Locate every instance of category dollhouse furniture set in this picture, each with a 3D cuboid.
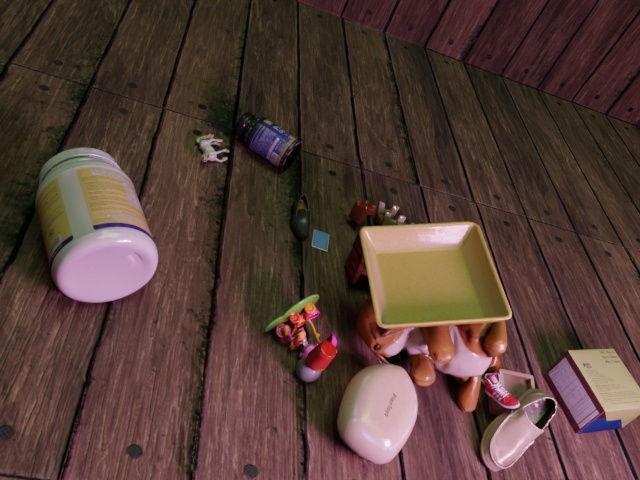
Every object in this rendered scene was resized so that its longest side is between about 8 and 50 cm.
[{"bbox_3d":[0.179,0.005,1.987,0.201,0.152,0.374,14,24,-16],"label":"dollhouse furniture set"}]

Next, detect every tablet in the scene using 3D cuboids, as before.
[{"bbox_3d":[0.000,0.000,1.967,0.054,0.006,0.083,19,39,-10],"label":"tablet"}]

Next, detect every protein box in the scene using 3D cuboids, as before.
[{"bbox_3d":[0.819,0.445,1.853,0.199,0.136,0.201,3,46,-26],"label":"protein box"}]

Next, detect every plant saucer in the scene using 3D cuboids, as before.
[{"bbox_3d":[0.281,0.100,1.603,0.332,0.081,0.333,-3,47,-4],"label":"plant saucer"}]

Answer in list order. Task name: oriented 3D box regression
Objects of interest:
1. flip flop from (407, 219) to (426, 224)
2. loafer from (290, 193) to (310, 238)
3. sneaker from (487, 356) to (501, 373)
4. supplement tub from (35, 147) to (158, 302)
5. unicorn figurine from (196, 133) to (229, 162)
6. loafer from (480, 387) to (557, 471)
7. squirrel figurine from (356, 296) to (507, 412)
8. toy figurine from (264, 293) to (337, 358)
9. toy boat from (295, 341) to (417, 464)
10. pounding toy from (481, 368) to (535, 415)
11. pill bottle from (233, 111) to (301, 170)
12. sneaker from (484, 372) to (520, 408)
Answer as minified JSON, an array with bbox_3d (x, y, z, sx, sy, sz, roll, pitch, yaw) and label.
[{"bbox_3d":[0.385,0.045,2.088,0.277,0.080,0.112,38,55,-12],"label":"flip flop"},{"bbox_3d":[-0.060,-0.079,1.973,0.062,0.061,0.170,10,43,-22],"label":"loafer"},{"bbox_3d":[0.500,0.334,1.863,0.067,0.064,0.175,56,22,-26],"label":"sneaker"},{"bbox_3d":[-0.552,-0.042,1.512,0.240,0.241,0.331,-4,49,-33],"label":"supplement tub"},{"bbox_3d":[-0.359,-0.294,2.047,0.111,0.060,0.162,-11,37,-37],"label":"unicorn figurine"},{"bbox_3d":[0.516,0.483,1.611,0.102,0.092,0.268,46,66,2],"label":"loafer"},{"bbox_3d":[0.288,0.217,1.724,0.370,0.281,0.397,13,45,2],"label":"squirrel figurine"},{"bbox_3d":[-0.033,0.251,1.612,0.173,0.130,0.159,-29,73,-22],"label":"toy figurine"},{"bbox_3d":[0.086,0.377,1.523,0.318,0.148,0.267,40,45,3],"label":"toy boat"},{"bbox_3d":[0.515,0.426,1.748,0.141,0.100,0.130,13,56,-13],"label":"pounding toy"},{"bbox_3d":[-0.185,-0.346,2.143,0.219,0.123,0.123,34,40,7],"label":"pill bottle"},{"bbox_3d":[0.478,0.395,1.650,0.042,0.067,0.118,-22,24,-23],"label":"sneaker"}]
